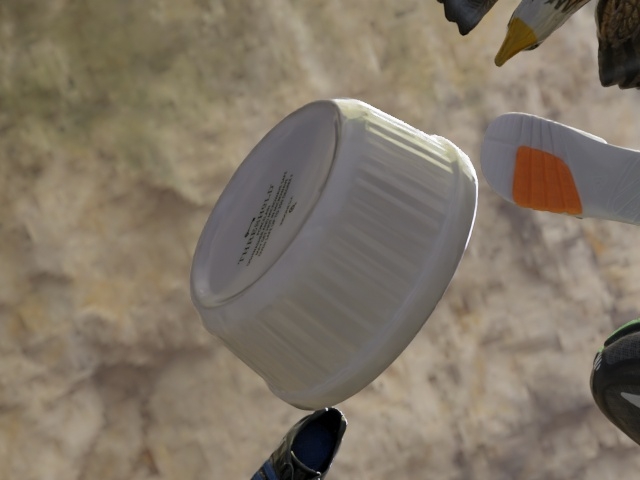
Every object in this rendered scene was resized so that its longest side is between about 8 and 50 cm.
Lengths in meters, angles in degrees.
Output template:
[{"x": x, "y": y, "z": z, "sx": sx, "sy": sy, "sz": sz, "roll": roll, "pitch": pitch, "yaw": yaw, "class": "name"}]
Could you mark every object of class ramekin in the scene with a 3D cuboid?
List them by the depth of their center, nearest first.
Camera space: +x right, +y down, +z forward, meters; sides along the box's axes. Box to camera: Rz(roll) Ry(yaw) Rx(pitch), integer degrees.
[{"x": 0.000, "y": 0.000, "z": 1.565, "sx": 0.273, "sy": 0.127, "sz": 0.273, "roll": -43, "pitch": -153, "yaw": 28, "class": "ramekin"}]

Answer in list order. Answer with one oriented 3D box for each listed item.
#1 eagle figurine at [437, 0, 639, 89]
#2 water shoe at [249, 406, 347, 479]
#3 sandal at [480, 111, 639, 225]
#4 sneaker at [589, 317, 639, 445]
[{"x": 0.188, "y": -0.205, "z": 1.258, "sx": 0.225, "sy": 0.226, "sz": 0.298, "roll": -20, "pitch": -177, "yaw": 5, "class": "eagle figurine"}, {"x": -0.040, "y": 0.252, "z": 1.871, "sx": 0.203, "sy": 0.073, "sz": 0.080, "roll": -61, "pitch": -179, "yaw": -33, "class": "water shoe"}, {"x": 0.303, "y": -0.065, "z": 2.035, "sx": 0.265, "sy": 0.102, "sz": 0.076, "roll": 19, "pitch": -178, "yaw": 25, "class": "sandal"}, {"x": 0.382, "y": 0.237, "z": 1.494, "sx": 0.202, "sy": 0.185, "sz": 0.483, "roll": -24, "pitch": -128, "yaw": -28, "class": "sneaker"}]
